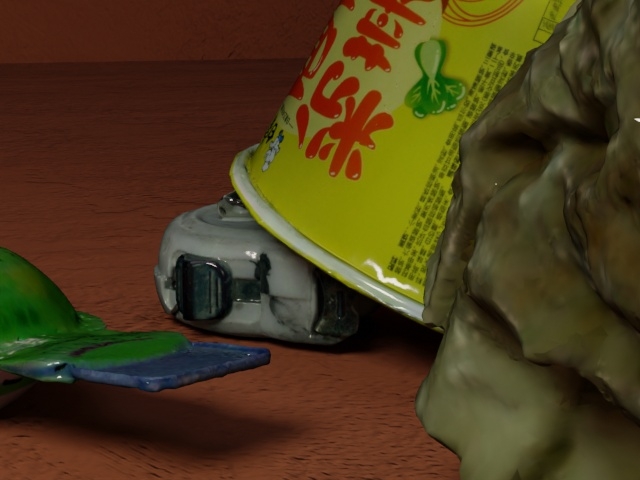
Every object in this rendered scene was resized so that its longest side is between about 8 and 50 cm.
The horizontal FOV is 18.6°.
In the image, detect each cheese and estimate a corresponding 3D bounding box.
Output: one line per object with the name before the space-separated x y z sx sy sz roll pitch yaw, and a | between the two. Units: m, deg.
cheese | -0.176 0.049 0.977 0.320 0.083 0.204 7 9 34

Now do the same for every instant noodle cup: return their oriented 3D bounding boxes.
instant noodle cup | 0.123 -0.083 1.158 0.311 0.221 0.311 22 16 -6

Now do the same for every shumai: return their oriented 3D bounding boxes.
shumai | 0.189 0.011 0.783 0.395 0.395 0.348 -7 -11 -42

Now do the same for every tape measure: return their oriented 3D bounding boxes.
tape measure | 0.001 -0.001 1.300 0.164 0.084 0.330 9 13 14
